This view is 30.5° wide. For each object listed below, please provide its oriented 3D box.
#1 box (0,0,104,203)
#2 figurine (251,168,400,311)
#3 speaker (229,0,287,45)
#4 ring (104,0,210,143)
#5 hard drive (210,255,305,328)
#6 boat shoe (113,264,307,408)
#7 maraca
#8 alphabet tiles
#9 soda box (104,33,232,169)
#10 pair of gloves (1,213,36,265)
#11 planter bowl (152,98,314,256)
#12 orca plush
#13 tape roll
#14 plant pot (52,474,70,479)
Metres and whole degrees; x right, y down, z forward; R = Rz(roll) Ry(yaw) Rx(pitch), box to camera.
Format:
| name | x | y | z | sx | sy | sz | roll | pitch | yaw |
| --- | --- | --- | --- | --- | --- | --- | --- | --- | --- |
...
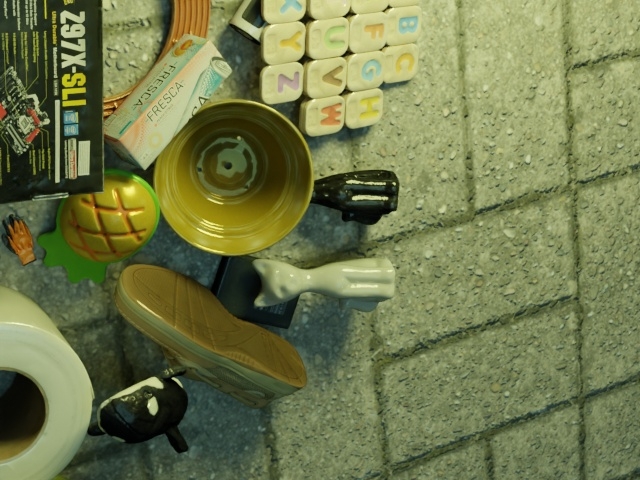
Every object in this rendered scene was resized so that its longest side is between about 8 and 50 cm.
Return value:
| name | x | y | z | sx | sy | sz | roll | pitch | yaw |
| --- | --- | --- | --- | --- | --- | --- | --- | --- | --- |
| box | -0.382 | -0.199 | 1.348 | 0.257 | 0.079 | 0.322 | -10 | 115 | -30 |
| figurine | 0.000 | 0.000 | 1.714 | 0.209 | 0.092 | 0.215 | 1 | 93 | -19 |
| speaker | -0.066 | -0.337 | 1.599 | 0.055 | 0.055 | 0.136 | 34 | 89 | -31 |
| ring | -0.272 | -0.283 | 1.476 | 0.336 | 0.032 | 0.337 | -19 | 119 | -37 |
| hard drive | -0.094 | 0.073 | 1.732 | 0.135 | 0.022 | 0.094 | 15 | 99 | -30 |
| boat shoe | -0.169 | 0.152 | 1.658 | 0.110 | 0.122 | 0.341 | -37 | 127 | 25 |
| maraca | -0.295 | -0.018 | 1.561 | 0.127 | 0.099 | 0.186 | 38 | 111 | -18 |
| alphabet tiles | 0.036 | -0.289 | 1.651 | 0.278 | 0.021 | 0.284 | -14 | 119 | -33 |
| soda box | -0.201 | -0.181 | 1.519 | 0.183 | 0.058 | 0.063 | -51 | 133 | -14 |
| pair of gloves | -0.421 | 0.008 | 1.550 | 0.083 | 0.010 | 0.074 | -21 | 115 | -19 |
| planter bowl | -0.123 | -0.094 | 1.613 | 0.217 | 0.090 | 0.217 | -3 | 107 | -10 |
| orca plush | -0.224 | 0.252 | 1.572 | 0.151 | 0.287 | 0.102 | -32 | 82 | -14 |
| tape roll | -0.434 | 0.193 | 1.510 | 0.246 | 0.169 | 0.246 | -8 | 109 | -24 |
| plant pot | -0.360 | 0.477 | 1.530 | 0.366 | 0.353 | 0.367 | -8 | 109 | -24 |
